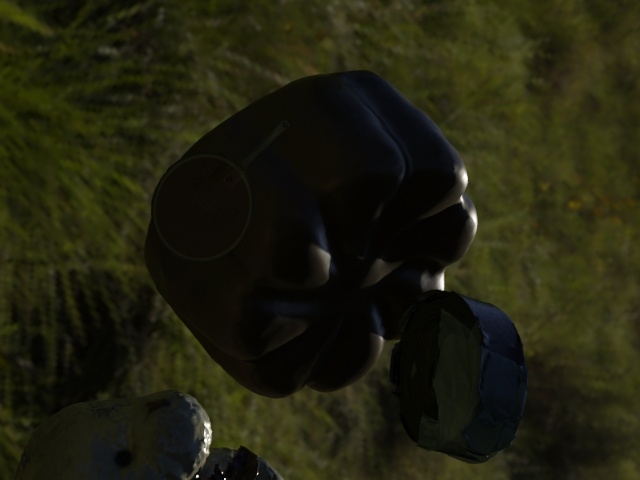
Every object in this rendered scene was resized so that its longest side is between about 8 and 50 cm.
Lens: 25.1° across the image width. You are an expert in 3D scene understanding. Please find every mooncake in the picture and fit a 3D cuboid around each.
[{"bbox_3d":[0.000,0.000,1.623,0.201,0.378,0.378,47,-3,30],"label":"mooncake"}]

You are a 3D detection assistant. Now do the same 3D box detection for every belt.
[{"bbox_3d":[0.105,0.101,1.070,0.058,0.105,0.140,20,41,-30],"label":"belt"}]

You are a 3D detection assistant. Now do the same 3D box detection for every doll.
[{"bbox_3d":[-0.079,0.207,1.011,0.278,0.149,0.175,35,12,-11],"label":"doll"}]

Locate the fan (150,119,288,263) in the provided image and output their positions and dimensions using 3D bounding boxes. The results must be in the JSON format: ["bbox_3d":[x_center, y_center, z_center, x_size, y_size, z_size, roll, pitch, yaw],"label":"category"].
[{"bbox_3d":[-0.071,-0.042,1.067,0.085,0.133,0.005,49,10,18],"label":"fan"}]
